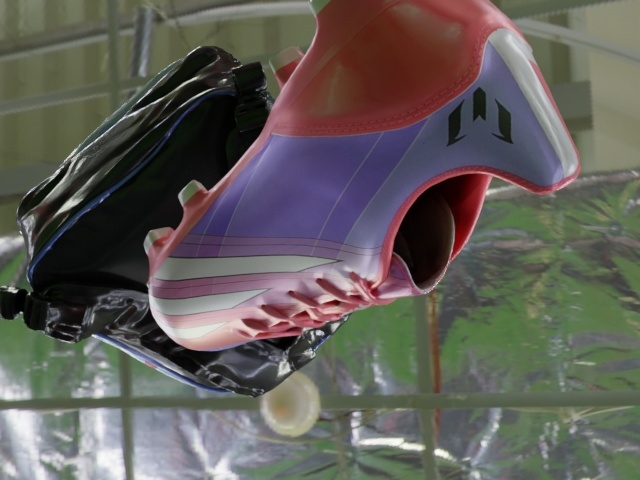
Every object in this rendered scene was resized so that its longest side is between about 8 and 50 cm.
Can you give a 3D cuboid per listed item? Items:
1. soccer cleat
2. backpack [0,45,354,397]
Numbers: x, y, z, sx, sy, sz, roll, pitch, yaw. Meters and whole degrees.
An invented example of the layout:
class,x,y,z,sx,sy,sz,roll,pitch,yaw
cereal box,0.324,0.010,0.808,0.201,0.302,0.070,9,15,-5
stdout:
class,x,y,z,sx,sy,sz,roll,pitch,yaw
soccer cleat,0.000,0.000,0.398,0.095,0.083,0.248,54,-37,12
backpack,-0.091,-0.004,0.888,0.276,0.263,0.213,-38,-148,11
